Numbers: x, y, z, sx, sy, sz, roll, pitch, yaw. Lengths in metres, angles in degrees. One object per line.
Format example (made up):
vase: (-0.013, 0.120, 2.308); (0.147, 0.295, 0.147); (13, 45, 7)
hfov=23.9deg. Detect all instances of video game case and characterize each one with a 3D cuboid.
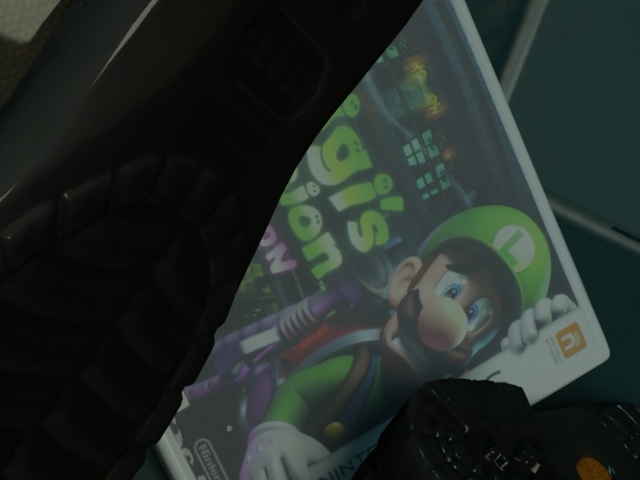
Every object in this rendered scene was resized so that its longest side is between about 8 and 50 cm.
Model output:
video game case: (0.000, 0.000, 0.543); (0.173, 0.022, 0.190); (-29, 103, -17)

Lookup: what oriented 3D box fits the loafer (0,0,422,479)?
loafer: (-0.078, -0.039, 0.396); (0.130, 0.134, 0.366); (33, 80, 25)

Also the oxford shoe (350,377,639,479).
oxford shoe: (0.094, 0.113, 0.567); (0.227, 0.082, 0.096); (17, 125, -32)
